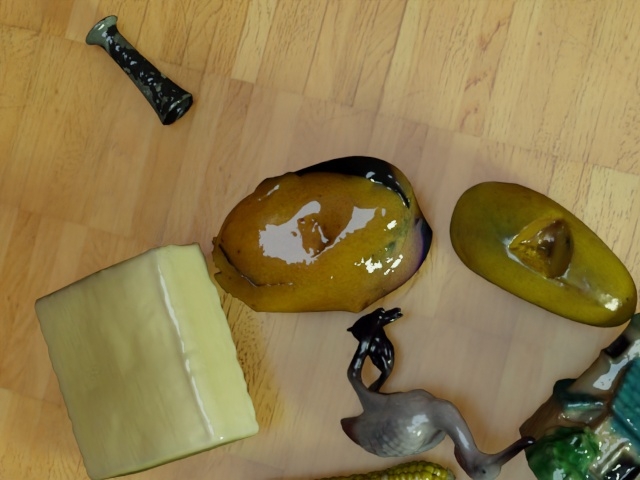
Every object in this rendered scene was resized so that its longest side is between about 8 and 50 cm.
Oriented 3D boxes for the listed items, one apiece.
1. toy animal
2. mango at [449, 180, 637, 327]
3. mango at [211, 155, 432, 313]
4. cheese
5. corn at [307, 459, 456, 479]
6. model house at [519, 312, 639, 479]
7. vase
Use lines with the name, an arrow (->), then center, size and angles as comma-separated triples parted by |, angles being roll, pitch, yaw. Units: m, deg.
toy animal -> 0.118, 0.226, 1.790 | 0.324, 0.090, 0.195 | 45, 126, 37
mango -> 0.285, 0.020, 1.795 | 0.262, 0.167, 0.130 | 30, 106, 7
mango -> 0.000, 0.000, 1.843 | 0.287, 0.152, 0.201 | -8, 82, 9
cheese -> -0.230, 0.163, 1.854 | 0.243, 0.124, 0.265 | -23, 82, 37
corn -> 0.023, 0.354, 1.847 | 0.313, 0.102, 0.102 | -11, 85, 12
model house -> 0.440, 0.254, 1.703 | 0.312, 0.245, 0.280 | 45, 98, 0
vase -> -0.251, -0.236, 1.949 | 0.059, 0.059, 0.167 | -45, 80, 5
